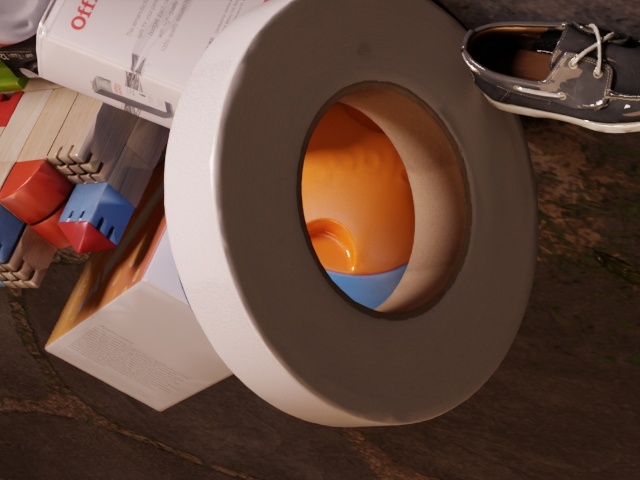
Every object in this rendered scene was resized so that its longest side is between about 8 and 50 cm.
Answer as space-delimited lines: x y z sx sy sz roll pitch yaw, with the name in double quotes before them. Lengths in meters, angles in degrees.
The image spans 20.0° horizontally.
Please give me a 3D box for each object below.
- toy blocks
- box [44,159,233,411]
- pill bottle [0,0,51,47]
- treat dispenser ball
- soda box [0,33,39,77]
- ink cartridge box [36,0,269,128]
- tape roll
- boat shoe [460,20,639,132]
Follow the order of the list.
"toy blocks" -0.319 -0.066 1.939 0.381 0.261 0.191 -2 146 41
"box" -0.151 0.037 2.059 0.168 0.215 0.345 30 153 -16
"pill bottle" -0.365 -0.236 1.821 0.193 0.108 0.108 -7 142 47
"treat dispenser ball" 0.000 0.000 1.778 0.288 0.288 0.288 18 155 9
"soda box" -0.247 -0.202 1.841 0.169 0.060 0.053 3 151 30
"ink cartridge box" -0.131 -0.191 1.660 0.218 0.158 0.092 23 155 0
"tape roll" 0.037 -0.034 1.572 0.392 0.392 0.072 38 150 -31
"boat shoe" 0.229 -0.146 1.548 0.233 0.084 0.079 8 152 34
